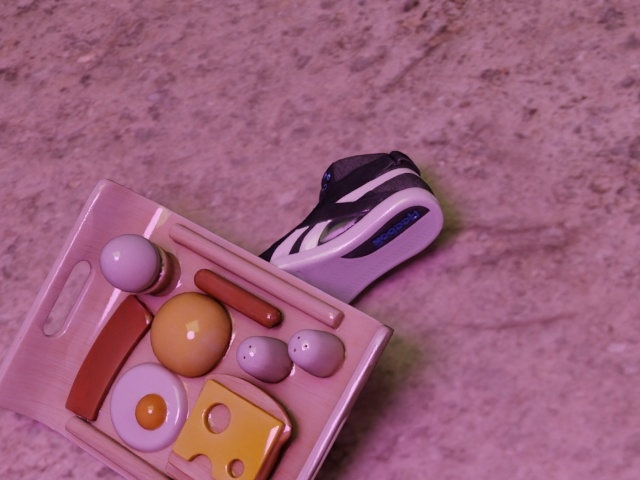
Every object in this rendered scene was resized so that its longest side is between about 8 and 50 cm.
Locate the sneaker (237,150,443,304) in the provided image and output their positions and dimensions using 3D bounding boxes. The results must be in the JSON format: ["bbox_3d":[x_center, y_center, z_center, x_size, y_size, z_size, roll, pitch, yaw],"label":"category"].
[{"bbox_3d":[0.000,0.000,1.191,0.217,0.079,0.121,-29,35,5],"label":"sneaker"}]

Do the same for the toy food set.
[{"bbox_3d":[-0.113,0.104,1.085,0.306,0.092,0.220,27,89,30],"label":"toy food set"}]
